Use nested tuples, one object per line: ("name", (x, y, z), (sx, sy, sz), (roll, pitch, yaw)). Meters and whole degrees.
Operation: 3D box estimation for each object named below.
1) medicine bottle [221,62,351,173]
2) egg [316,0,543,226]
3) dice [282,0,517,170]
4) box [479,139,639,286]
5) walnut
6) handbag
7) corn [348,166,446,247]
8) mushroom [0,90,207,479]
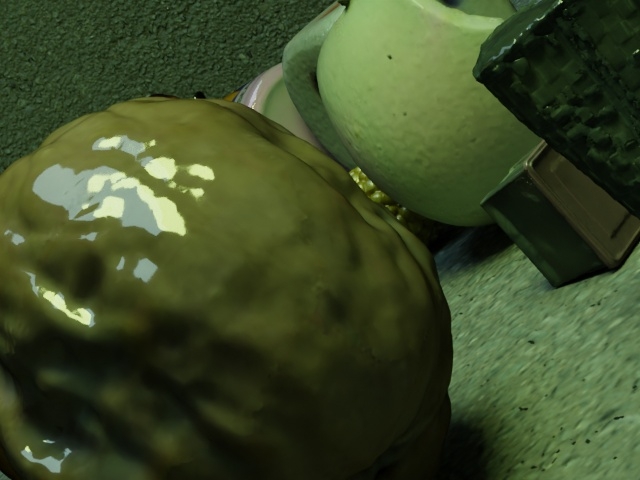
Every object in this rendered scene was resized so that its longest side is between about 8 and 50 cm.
("medicine bottle", (-0.070, -0.095, 1.676), (0.178, 0.178, 0.291), (-44, 13, -28))
("egg", (0.127, -0.094, 1.062), (0.271, 0.161, 0.206), (-1, -29, -42))
("dice", (0.089, -0.186, 1.488), (0.193, 0.191, 0.194), (-43, 12, -28))
("box", (0.149, -0.021, 0.872), (0.060, 0.084, 0.063), (-47, 8, -35))
("walnut", (-0.059, 0.053, 0.742), (0.227, 0.273, 0.273), (-54, 12, -6))
("handbag", (0.229, -0.112, 0.726), (0.270, 0.175, 0.088), (-36, 13, 12))
("corn", (0.001, 0.005, 1.224), (0.260, 0.091, 0.091), (-28, 51, 32))
("mushroom", (-0.117, 0.035, 1.050), (0.345, 0.259, 0.345), (-34, 9, 6))
